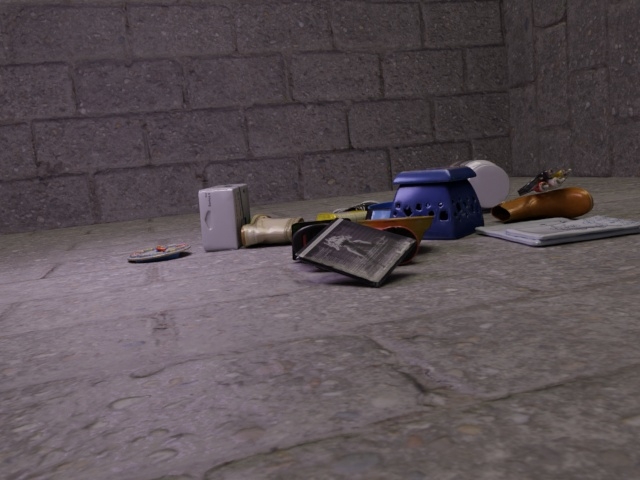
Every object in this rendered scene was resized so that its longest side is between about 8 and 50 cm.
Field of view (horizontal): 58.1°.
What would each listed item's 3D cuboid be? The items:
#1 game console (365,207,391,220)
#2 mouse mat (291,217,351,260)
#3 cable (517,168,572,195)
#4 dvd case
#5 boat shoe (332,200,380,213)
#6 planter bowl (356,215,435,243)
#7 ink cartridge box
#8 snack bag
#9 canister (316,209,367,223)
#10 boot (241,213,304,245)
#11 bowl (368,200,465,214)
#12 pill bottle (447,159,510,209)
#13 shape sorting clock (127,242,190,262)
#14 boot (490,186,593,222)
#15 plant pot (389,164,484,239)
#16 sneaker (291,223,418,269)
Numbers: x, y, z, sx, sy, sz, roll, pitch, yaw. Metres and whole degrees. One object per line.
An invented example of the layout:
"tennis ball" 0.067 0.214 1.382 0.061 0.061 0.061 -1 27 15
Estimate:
"game console" 0.187 -0.066 2.011 0.144 0.124 0.085 3 -15 45
"mouse mat" 0.000 0.000 1.516 0.152 0.007 0.190 -6 -30 -5
"cable" 0.725 -0.171 1.943 0.139 0.072 0.287 -30 -9 -8
"dvd case" 0.078 0.021 1.290 0.221 0.018 0.164 18 45 33
"boat shoe" 0.158 -0.113 2.403 0.219 0.078 0.070 -15 9 -9
"planter bowl" 0.208 -0.017 1.580 0.217 0.090 0.217 -4 3 0
"ink cartridge box" -0.331 -0.087 2.042 0.121 0.211 0.289 -3 9 3
"snack bag" 0.662 -0.037 1.638 0.323 0.037 0.342 -7 8 -12
"canister" 0.089 -0.070 2.132 0.170 0.073 0.126 -8 8 -27
"boot" -0.147 -0.043 2.006 0.203 0.095 0.262 -4 10 11
"bowl" 0.376 -0.107 2.182 0.391 0.077 0.391 -5 8 1
"pill bottle" 0.649 -0.234 2.426 0.210 0.210 0.363 -6 9 -1
"shape sorting clock" -0.533 0.036 1.908 0.206 0.040 0.206 -5 8 1
"boot" 0.721 -0.104 1.905 0.211 0.104 0.295 -14 5 -18
"plant pot" 0.365 -0.124 1.830 0.236 0.212 0.236 2 10 37
"sneaker" 0.086 0.021 1.458 0.313 0.116 0.136 2 -2 5
